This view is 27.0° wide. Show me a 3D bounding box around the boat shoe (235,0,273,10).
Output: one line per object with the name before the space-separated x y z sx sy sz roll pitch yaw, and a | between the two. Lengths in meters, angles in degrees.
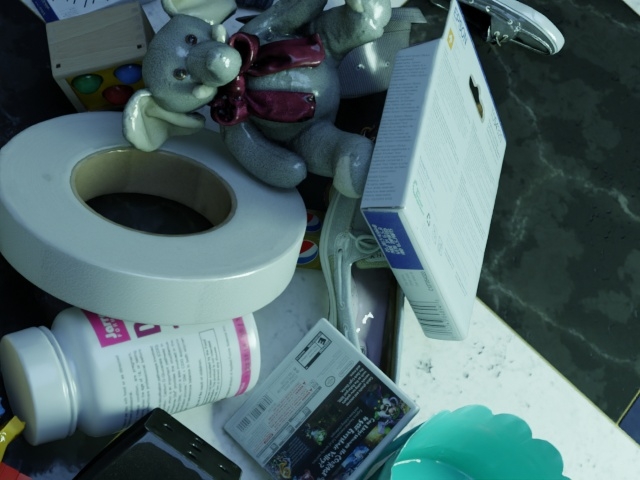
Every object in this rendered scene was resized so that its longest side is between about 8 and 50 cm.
boat shoe | -0.087 -0.432 1.958 0.083 0.065 0.183 13 106 -22

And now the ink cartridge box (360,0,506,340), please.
ink cartridge box | 0.154 -0.088 1.732 0.071 0.324 0.330 1 58 22

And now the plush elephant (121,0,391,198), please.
plush elephant | -0.101 -0.209 1.664 0.255 0.330 0.272 8 90 -37

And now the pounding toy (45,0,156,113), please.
pounding toy | -0.237 -0.233 1.789 0.206 0.181 0.094 -13 69 3

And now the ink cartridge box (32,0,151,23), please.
ink cartridge box | -0.307 -0.370 1.892 0.207 0.046 0.097 -29 80 -30

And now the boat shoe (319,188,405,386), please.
boat shoe | 0.066 0.066 1.732 0.118 0.103 0.320 8 87 -35

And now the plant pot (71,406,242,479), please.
plant pot | -0.190 0.298 1.502 0.187 0.188 0.167 37 93 -1

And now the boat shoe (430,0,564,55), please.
boat shoe | 0.272 -0.345 2.093 0.228 0.080 0.076 33 76 -7

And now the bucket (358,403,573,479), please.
bucket | 0.169 0.361 1.651 0.281 0.183 0.281 9 63 -17

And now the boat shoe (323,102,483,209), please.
boat shoe | 0.111 -0.113 1.889 0.342 0.123 0.123 -33 122 -37

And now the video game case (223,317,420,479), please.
video game case | 0.000 0.222 1.665 0.173 0.022 0.190 42 90 21

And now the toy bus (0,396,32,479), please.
toy bus | -0.410 0.234 1.516 0.211 0.149 0.220 30 56 -18

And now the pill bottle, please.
pill bottle | -0.229 0.144 1.611 0.283 0.160 0.160 -15 72 -27

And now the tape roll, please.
tape roll | -0.212 -0.037 1.647 0.392 0.072 0.392 11 32 -7

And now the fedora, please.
fedora | 0.021 -0.263 1.896 0.275 0.243 0.124 -9 98 -34

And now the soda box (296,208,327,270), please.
soda box | 0.000 0.000 1.818 0.181 0.061 0.058 7 41 -18
